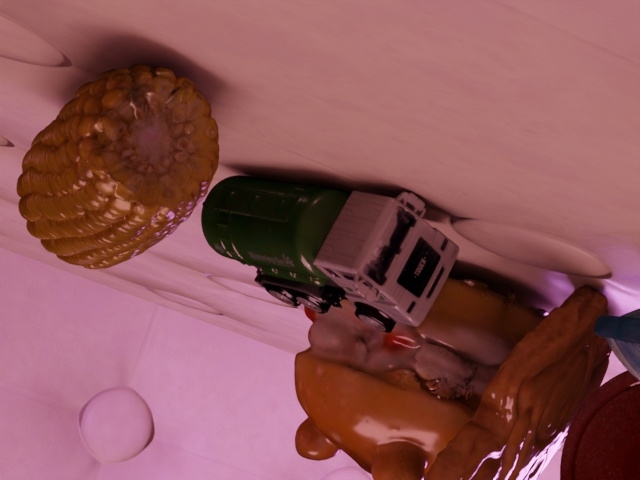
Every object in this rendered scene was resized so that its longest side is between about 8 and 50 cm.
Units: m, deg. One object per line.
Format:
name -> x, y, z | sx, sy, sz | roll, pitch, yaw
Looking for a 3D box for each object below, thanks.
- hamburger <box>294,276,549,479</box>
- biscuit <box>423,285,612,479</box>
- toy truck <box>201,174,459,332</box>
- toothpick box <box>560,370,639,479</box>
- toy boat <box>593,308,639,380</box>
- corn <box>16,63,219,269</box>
hamburger -> 0.099, 0.146, 1.559 | 0.276, 0.237, 0.276 | 20, 173, 3
biscuit -> 0.189, 0.172, 1.383 | 0.051, 0.269, 0.376 | 31, -152, 21
toy truck -> 0.000, 0.000, 1.327 | 0.242, 0.101, 0.125 | 12, 157, 49
toothpick box -> 0.402, 0.248, 1.490 | 0.204, 0.204, 0.333 | 11, 172, 38
toy boat -> 0.340, 0.106, 1.300 | 0.215, 0.088, 0.102 | 19, 174, -7
corn -> -0.167, -0.052, 1.216 | 0.144, 0.144, 0.387 | 21, 171, -16
